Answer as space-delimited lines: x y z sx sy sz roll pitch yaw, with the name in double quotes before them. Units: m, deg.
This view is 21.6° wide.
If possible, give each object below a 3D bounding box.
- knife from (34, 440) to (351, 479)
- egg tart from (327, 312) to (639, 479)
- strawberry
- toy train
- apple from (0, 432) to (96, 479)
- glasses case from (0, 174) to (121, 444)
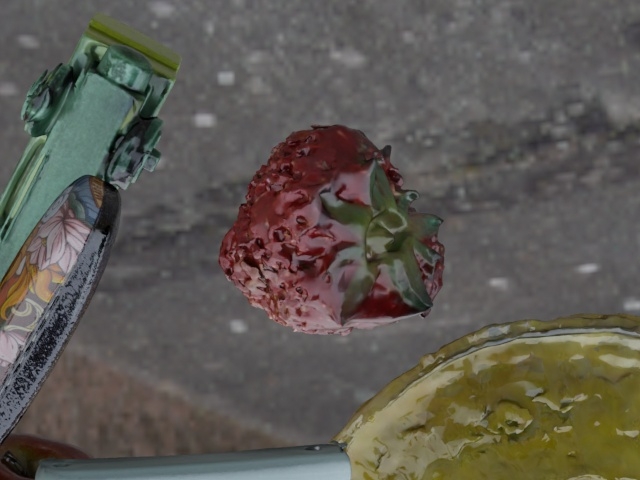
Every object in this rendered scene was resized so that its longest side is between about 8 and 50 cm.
"knife" -0.066 0.120 0.865 0.162 0.023 0.044 -2 -178 -13
"egg tart" 0.192 0.267 1.370 0.443 0.443 0.178 -4 -155 -7
"strawberry" 0.000 0.000 1.461 0.201 0.184 0.187 -18 157 40
"toy train" -0.280 -0.052 1.802 0.150 0.369 0.237 28 -167 -9
"apple" -0.334 0.335 1.883 0.230 0.230 0.230 -3 161 -1
"glasses case" -0.283 0.081 1.620 0.082 0.122 0.321 26 108 -19
